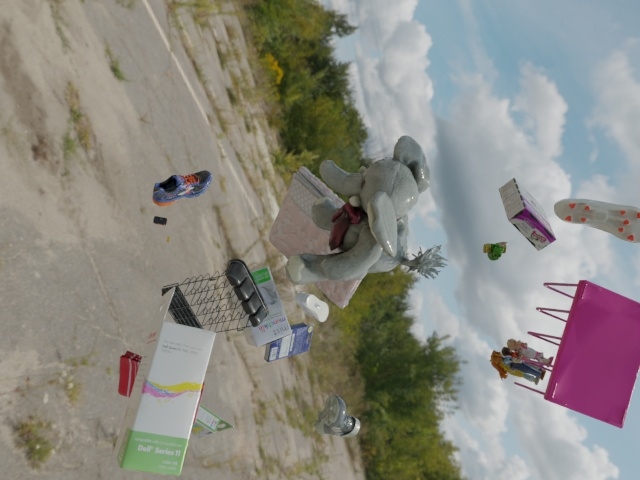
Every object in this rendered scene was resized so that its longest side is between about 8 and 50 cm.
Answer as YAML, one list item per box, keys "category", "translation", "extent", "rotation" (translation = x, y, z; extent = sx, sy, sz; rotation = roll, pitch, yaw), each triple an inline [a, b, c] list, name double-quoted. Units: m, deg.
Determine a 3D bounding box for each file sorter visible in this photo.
- category: "file sorter"
  translation: [0.633, 0.266, 1.222]
  extent: [0.182, 0.202, 0.290]
  rotation: [161, -49, -78]

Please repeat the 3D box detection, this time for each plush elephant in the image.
- category: "plush elephant"
  translation: [0.093, -0.060, 0.979]
  extent: [0.271, 0.330, 0.255]
  rotation: [-59, 152, -46]

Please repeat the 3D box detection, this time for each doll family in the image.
- category: "doll family"
  translation: [0.628, 0.399, 1.585]
  extent: [0.118, 0.163, 0.263]
  rotation: [-63, 158, -13]

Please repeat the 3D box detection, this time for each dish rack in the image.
- category: "dish rack"
  translation: [-0.307, 0.176, 1.410]
  extent: [0.074, 0.272, 0.208]
  rotation: [-69, 142, -59]

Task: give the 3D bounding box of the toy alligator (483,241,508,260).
- category: "toy alligator"
  translation: [0.528, 0.034, 1.484]
  extent: [0.190, 0.056, 0.051]
  rotation: [26, 67, -82]

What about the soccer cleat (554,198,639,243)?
- category: "soccer cleat"
  translation: [0.557, -0.046, 0.963]
  extent: [0.076, 0.196, 0.068]
  rotation: [-54, 159, -70]

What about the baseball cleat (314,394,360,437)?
- category: "baseball cleat"
  translation: [0.050, 0.419, 1.171]
  extent: [0.206, 0.110, 0.072]
  rotation: [116, -15, -59]

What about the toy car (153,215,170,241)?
- category: "toy car"
  translation: [-0.695, -0.047, 2.158]
  extent: [0.040, 0.060, 0.121]
  rotation: [153, -72, -66]

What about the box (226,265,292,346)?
- category: "box"
  translation: [-0.205, 0.221, 1.634]
  extent: [0.262, 0.127, 0.231]
  rotation: [148, -77, -72]

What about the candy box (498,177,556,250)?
- category: "candy box"
  translation: [0.683, -0.091, 1.643]
  extent: [0.159, 0.071, 0.233]
  rotation: [42, 31, -14]

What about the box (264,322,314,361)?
- category: "box"
  translation: [-0.131, 0.425, 2.089]
  extent: [0.037, 0.225, 0.136]
  rotation: [27, -68, 44]

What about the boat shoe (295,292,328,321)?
- category: "boat shoe"
  translation: [-0.031, 0.231, 1.726]
  extent: [0.184, 0.063, 0.066]
  rotation: [41, 70, -54]

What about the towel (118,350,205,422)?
- category: "towel"
  translation: [-0.509, 0.468, 1.562]
  extent: [0.031, 0.275, 0.198]
  rotation: [-64, 174, -58]

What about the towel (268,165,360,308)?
- category: "towel"
  translation: [0.000, 0.000, 1.439]
  extent: [0.332, 0.053, 0.317]
  rotation: [43, -43, 18]

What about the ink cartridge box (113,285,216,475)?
- category: "ink cartridge box"
  translation: [-0.326, 0.293, 1.064]
  extent: [0.207, 0.119, 0.353]
  rotation: [-28, -132, 61]

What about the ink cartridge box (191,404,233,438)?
- category: "ink cartridge box"
  translation: [-0.424, 0.637, 1.738]
  extent: [0.209, 0.109, 0.062]
  rotation: [41, 42, -17]

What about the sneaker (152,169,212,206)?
- category: "sneaker"
  translation: [-0.478, -0.192, 1.718]
  extent: [0.083, 0.221, 0.087]
  rotation: [50, -26, 22]
